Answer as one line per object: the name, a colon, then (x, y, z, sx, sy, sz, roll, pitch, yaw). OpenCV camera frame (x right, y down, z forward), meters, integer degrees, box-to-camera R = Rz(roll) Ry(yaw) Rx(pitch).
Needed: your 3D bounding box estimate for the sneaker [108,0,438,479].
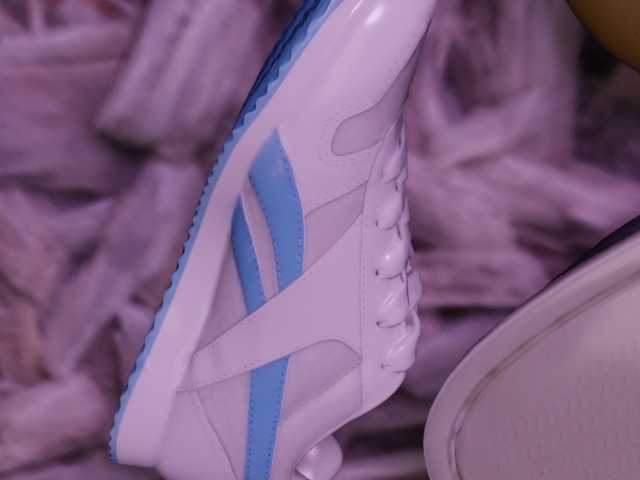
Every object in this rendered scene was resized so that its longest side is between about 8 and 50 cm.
sneaker: (0.000, 0.000, 0.491, 0.092, 0.087, 0.228, 22, 120, -2)

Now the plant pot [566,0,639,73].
plant pot: (0.131, -0.100, 0.413, 0.134, 0.095, 0.134, 4, 110, 11)

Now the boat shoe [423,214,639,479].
boat shoe: (0.191, -0.002, 0.424, 0.340, 0.113, 0.127, -32, 102, 17)
